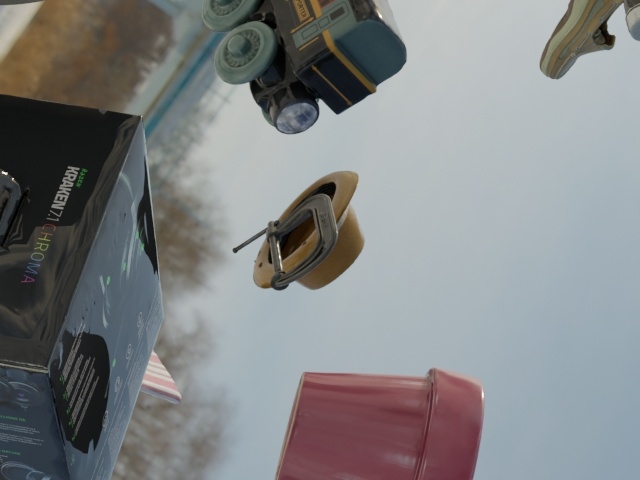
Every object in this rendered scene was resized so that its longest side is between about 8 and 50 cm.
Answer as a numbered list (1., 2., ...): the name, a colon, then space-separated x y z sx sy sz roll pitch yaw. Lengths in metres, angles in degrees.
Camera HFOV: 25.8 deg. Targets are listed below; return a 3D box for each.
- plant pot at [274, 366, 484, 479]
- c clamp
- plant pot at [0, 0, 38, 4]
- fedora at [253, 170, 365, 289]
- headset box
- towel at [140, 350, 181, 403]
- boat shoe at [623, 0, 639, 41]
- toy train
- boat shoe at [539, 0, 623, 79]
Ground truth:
1. plant pot: 0.053 0.216 1.414 0.201 0.180 0.201 -166 -90 -89
2. c clamp: -0.035 0.008 1.586 0.137 0.022 0.160 -39 -154 9
3. plant pot: -0.234 -0.270 1.070 0.215 0.215 0.230 -55 175 2
4. fedora: 0.000 0.000 1.759 0.194 0.079 0.194 -40 -159 19
5. headset box: -0.220 0.061 1.082 0.283 0.131 0.246 93 9 -52
6. towel: -0.273 0.138 1.848 0.029 0.144 0.197 -48 -128 11
7. boat shoe: 0.432 -0.283 1.502 0.219 0.078 0.070 -15 -117 20
8. toy train: -0.028 -0.270 1.559 0.190 0.142 0.334 -30 -129 16
9. boat shoe: 0.333 -0.258 1.745 0.068 0.072 0.190 -47 167 -30
